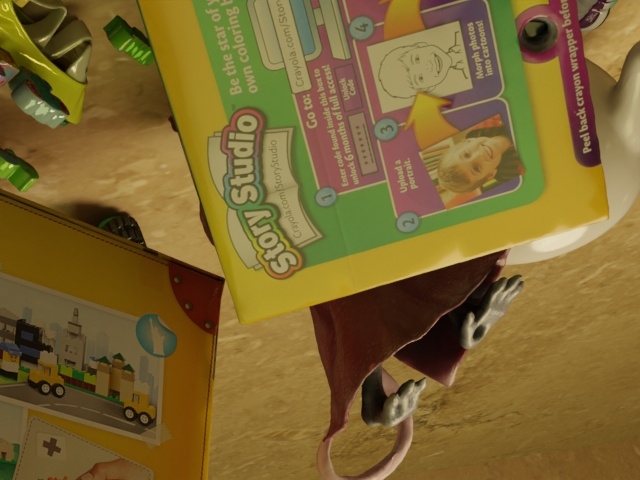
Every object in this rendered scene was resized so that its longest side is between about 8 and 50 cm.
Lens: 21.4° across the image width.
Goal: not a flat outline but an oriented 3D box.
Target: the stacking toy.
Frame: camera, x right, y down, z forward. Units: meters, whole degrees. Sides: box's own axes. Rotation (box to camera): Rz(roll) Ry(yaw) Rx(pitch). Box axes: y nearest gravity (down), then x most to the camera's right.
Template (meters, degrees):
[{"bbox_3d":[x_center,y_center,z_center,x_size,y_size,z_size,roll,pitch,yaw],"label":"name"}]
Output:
[{"bbox_3d":[-0.237,-0.122,1.290,0.167,0.052,0.221,-42,148,13],"label":"stacking toy"}]

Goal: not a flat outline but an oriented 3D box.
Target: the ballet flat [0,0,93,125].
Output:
[{"bbox_3d":[-0.228,-0.159,1.367,0.077,0.077,0.231,-37,155,5],"label":"ballet flat"}]

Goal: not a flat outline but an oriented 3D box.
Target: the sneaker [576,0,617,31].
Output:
[{"bbox_3d":[0.227,-0.245,1.488,0.098,0.083,0.224,-6,158,-15],"label":"sneaker"}]

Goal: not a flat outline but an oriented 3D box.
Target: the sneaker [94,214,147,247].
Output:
[{"bbox_3d":[-0.252,0.082,1.864,0.146,0.134,0.343,-11,159,-13],"label":"sneaker"}]

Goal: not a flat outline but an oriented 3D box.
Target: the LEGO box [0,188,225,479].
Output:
[{"bbox_3d":[-0.344,0.139,1.385,0.500,0.372,0.193,23,141,-27],"label":"LEGO box"}]

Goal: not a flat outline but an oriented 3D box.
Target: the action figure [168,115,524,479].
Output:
[{"bbox_3d":[0.000,0.000,1.579,0.248,0.370,0.276,-26,145,-44],"label":"action figure"}]

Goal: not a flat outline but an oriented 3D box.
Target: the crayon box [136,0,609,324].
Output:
[{"bbox_3d":[0.035,-0.144,1.294,0.313,0.106,0.363,-16,121,-1],"label":"crayon box"}]

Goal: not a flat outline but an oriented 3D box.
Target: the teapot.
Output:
[{"bbox_3d":[0.184,-0.111,1.651,0.256,0.252,0.187,-33,124,-14],"label":"teapot"}]
